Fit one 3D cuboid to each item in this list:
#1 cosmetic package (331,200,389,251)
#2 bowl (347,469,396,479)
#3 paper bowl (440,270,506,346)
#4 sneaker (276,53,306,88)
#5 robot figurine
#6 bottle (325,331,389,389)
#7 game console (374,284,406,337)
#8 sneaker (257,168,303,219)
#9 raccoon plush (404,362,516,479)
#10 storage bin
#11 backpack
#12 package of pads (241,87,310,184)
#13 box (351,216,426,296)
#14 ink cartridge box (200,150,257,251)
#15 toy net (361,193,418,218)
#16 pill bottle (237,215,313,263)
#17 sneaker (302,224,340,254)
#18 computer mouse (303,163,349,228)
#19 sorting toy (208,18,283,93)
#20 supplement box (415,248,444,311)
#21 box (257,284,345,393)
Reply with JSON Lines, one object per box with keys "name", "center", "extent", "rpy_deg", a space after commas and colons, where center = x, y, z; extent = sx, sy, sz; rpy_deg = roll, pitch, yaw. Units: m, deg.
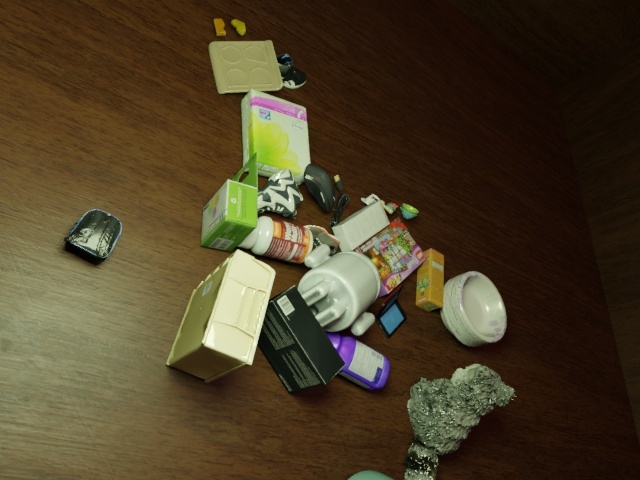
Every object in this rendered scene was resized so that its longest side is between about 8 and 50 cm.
{"name": "cosmetic package", "center": [0.149, -0.054, 1.741], "extent": [0.239, 0.061, 0.098], "rpy_deg": [-32, 102, -41]}
{"name": "bowl", "center": [0.191, 0.795, 1.306], "extent": [0.312, 0.163, 0.311], "rpy_deg": [17, 59, -30]}
{"name": "paper bowl", "center": [0.583, 0.274, 1.882], "extent": [0.285, 0.148, 0.284], "rpy_deg": [18, 58, -31]}
{"name": "sneaker", "center": [-0.114, -0.643, 1.816], "extent": [0.217, 0.121, 0.079], "rpy_deg": [-12, 77, -41]}
{"name": "robot figurine", "center": [0.062, 0.148, 1.476], "extent": [0.299, 0.200, 0.353], "rpy_deg": [60, 31, 2]}
{"name": "bottle", "center": [0.084, 0.359, 1.487], "extent": [0.283, 0.092, 0.118], "rpy_deg": [33, 54, -21]}
{"name": "game console", "center": [0.262, 0.249, 1.691], "extent": [0.085, 0.124, 0.144], "rpy_deg": [37, 44, 18]}
{"name": "sneaker", "center": [-0.148, -0.104, 1.537], "extent": [0.235, 0.094, 0.153], "rpy_deg": [-49, 117, -28]}
{"name": "raccoon plush", "center": [0.450, 0.598, 1.513], "extent": [0.216, 0.299, 0.446], "rpy_deg": [27, 55, -26]}
{"name": "storage bin", "center": [-0.248, 0.192, 1.199], "extent": [0.123, 0.262, 0.260], "rpy_deg": [28, 54, -22]}
{"name": "backpack", "center": [-0.555, -0.013, 1.181], "extent": [0.105, 0.084, 0.114], "rpy_deg": [32, 57, -22]}
{"name": "package of pads", "center": [-0.150, -0.351, 1.655], "extent": [0.229, 0.101, 0.296], "rpy_deg": [10, 65, -34]}
{"name": "box", "center": [0.259, 0.055, 1.800], "extent": [0.293, 0.057, 0.200], "rpy_deg": [-34, 91, -43]}
{"name": "ink cartridge box", "center": [-0.264, -0.121, 1.394], "extent": [0.097, 0.189, 0.255], "rpy_deg": [13, 59, -31]}
{"name": "toy net", "center": [0.268, -0.147, 1.892], "extent": [0.232, 0.045, 0.122], "rpy_deg": [18, 25, -16]}
{"name": "pill bottle", "center": [-0.143, -0.006, 1.474], "extent": [0.221, 0.121, 0.121], "rpy_deg": [15, 60, -32]}
{"name": "sneaker", "center": [0.000, 0.000, 1.628], "extent": [0.158, 0.061, 0.064], "rpy_deg": [25, 62, -25]}
{"name": "computer mouse", "center": [0.039, -0.186, 1.683], "extent": [0.262, 0.060, 0.184], "rpy_deg": [59, 39, -35]}
{"name": "sorting toy", "center": [-0.276, -0.655, 1.708], "extent": [0.229, 0.041, 0.306], "rpy_deg": [-10, 73, -15]}
{"name": "supplement box", "center": [0.427, 0.153, 1.869], "extent": [0.080, 0.078, 0.233], "rpy_deg": [26, 54, -26]}
{"name": "box", "center": [-0.079, 0.279, 1.339], "extent": [0.103, 0.184, 0.261], "rpy_deg": [-32, 90, -45]}
